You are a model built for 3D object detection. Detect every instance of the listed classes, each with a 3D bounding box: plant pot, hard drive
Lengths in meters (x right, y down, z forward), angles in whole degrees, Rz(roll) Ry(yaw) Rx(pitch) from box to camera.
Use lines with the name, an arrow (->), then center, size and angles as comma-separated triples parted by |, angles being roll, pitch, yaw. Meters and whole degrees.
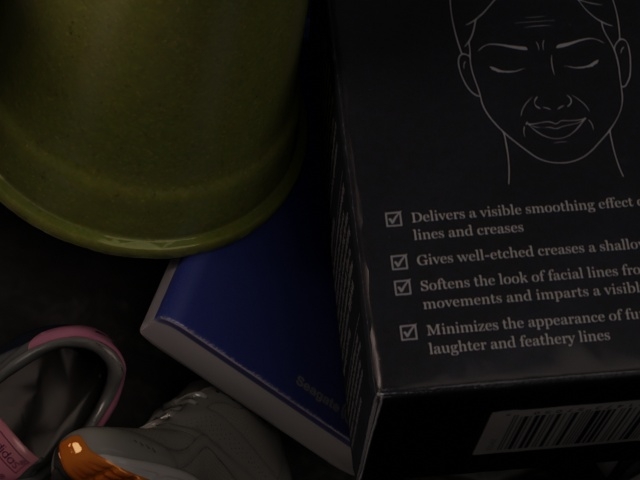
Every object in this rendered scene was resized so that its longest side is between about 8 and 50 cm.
plant pot -> -0.114, -0.171, 1.131 | 0.276, 0.254, 0.276 | 9, 53, -11
hard drive -> 0.000, 0.000, 1.275 | 0.210, 0.040, 0.318 | 36, 49, -19

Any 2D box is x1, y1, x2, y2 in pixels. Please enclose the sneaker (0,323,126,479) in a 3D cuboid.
sneaker -> -0.258, 0.167, 1.087 | 0.112, 0.131, 0.319 | 47, 61, -11

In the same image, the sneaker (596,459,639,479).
sneaker -> 0.340, 0.049, 1.316 | 0.366, 0.137, 0.210 | -37, 85, -4

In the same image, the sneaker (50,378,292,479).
sneaker -> -0.108, 0.154, 1.164 | 0.262, 0.099, 0.121 | 30, 45, -56

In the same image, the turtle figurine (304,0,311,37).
turtle figurine -> 0.035, -0.331, 1.342 | 0.266, 0.275, 0.198 | 58, 25, 1

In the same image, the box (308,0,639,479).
box -> 0.153, -0.047, 1.169 | 0.294, 0.212, 0.395 | -4, 66, -4
